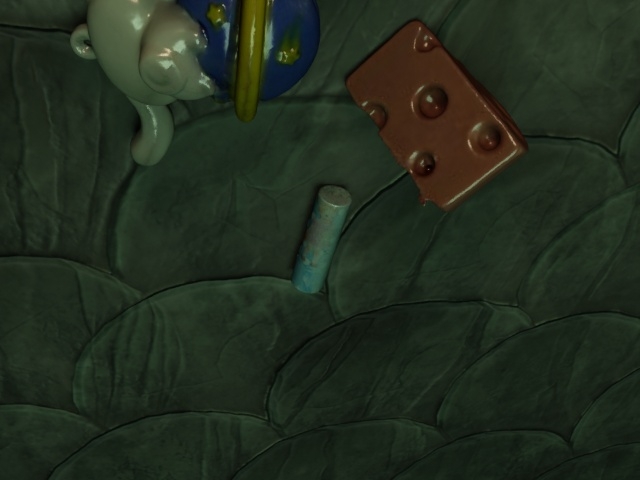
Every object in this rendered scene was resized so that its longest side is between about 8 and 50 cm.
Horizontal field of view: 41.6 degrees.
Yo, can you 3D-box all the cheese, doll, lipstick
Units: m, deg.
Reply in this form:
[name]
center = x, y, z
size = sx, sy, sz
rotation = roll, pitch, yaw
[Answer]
[cheese]
center = 0.153, -0.131, 1.012
size = 0.128, 0.203, 0.177
rotation = -41, 160, 17
[doll]
center = -0.128, -0.178, 0.856
size = 0.243, 0.159, 0.311
rotation = 0, 135, -16
[lipstick]
center = 0.000, 0.000, 1.129
size = 0.048, 0.048, 0.158
rotation = 4, 131, -18
